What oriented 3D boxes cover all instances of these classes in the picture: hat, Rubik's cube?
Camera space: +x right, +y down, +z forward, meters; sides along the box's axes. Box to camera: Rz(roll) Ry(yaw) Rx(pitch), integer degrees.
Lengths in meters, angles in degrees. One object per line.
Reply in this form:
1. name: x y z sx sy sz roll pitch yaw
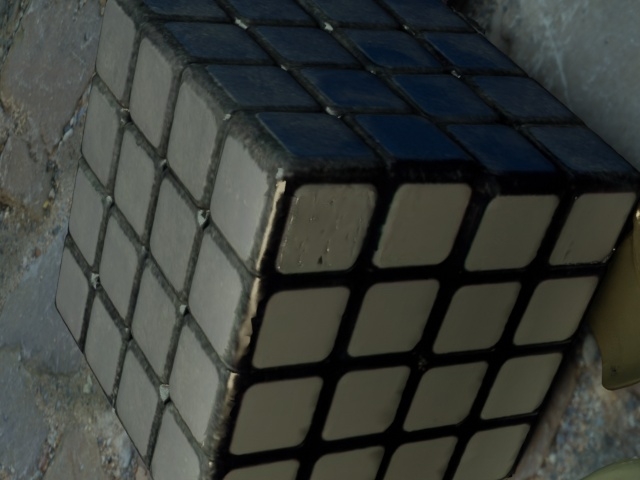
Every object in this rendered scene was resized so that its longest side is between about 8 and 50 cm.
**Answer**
1. hat: 0.280 0.049 1.029 0.175 0.085 0.147 135 125 -60
2. Rubik's cube: 0.000 0.000 1.080 0.344 0.337 0.343 50 134 46

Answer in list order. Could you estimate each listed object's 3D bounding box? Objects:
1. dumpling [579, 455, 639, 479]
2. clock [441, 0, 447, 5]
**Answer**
1. dumpling: 0.250 0.246 0.968 0.181 0.111 0.155 3 108 52
2. clock: -0.037 -0.291 1.298 0.338 0.339 0.102 27 117 49
